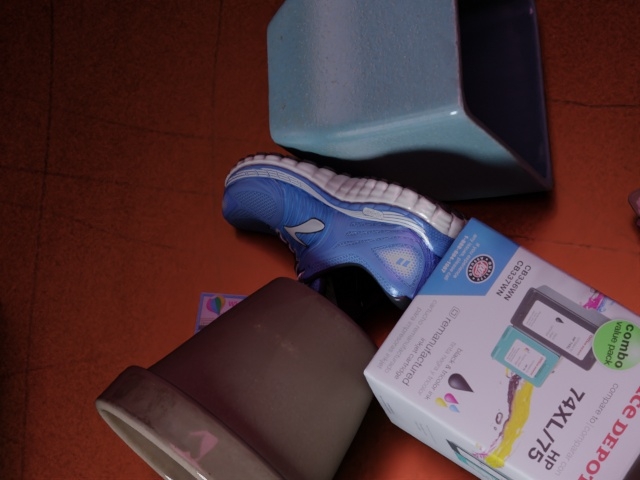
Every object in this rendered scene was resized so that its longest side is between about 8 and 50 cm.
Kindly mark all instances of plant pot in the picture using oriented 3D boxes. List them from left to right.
[{"bbox_3d":[-0.061,0.164,1.753,0.263,0.263,0.229,34,75,21],"label":"plant pot"},{"bbox_3d":[0.083,-0.175,1.866,0.252,0.248,0.247,-14,66,26],"label":"plant pot"}]

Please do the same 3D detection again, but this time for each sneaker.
[{"bbox_3d":[0.000,0.000,1.826,0.330,0.130,0.147,15,81,48],"label":"sneaker"}]

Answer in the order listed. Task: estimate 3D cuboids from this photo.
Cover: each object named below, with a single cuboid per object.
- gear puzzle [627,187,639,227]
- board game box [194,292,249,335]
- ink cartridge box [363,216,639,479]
[{"bbox_3d":[0.477,0.054,1.803,0.175,0.044,0.339,-29,70,-2],"label":"gear puzzle"},{"bbox_3d":[-0.063,0.114,1.893,0.154,0.026,0.103,4,71,13],"label":"board game box"},{"bbox_3d":[0.220,0.150,1.729,0.270,0.197,0.198,31,78,21],"label":"ink cartridge box"}]
